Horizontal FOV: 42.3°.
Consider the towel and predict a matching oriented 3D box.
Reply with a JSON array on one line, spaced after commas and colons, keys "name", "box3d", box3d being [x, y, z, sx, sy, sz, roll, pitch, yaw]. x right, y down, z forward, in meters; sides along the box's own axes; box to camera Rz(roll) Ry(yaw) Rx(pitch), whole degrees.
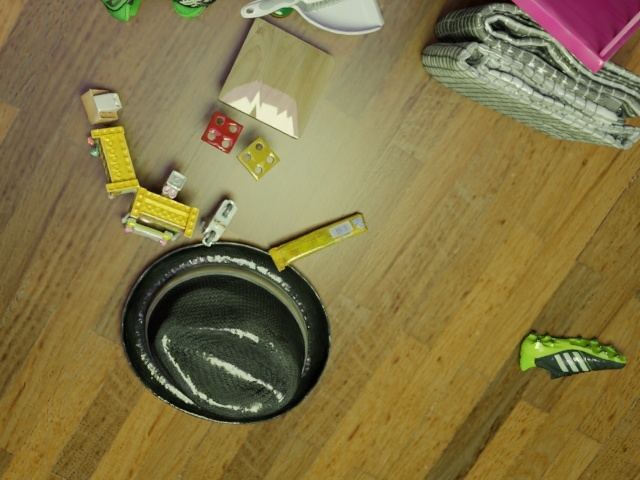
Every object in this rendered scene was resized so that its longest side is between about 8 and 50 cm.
[{"name": "towel", "box3d": [0.303, -0.238, 1.170, 0.283, 0.235, 0.121, 22, 97, -12]}]

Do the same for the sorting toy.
[{"name": "sorting toy", "box3d": [-0.070, -0.226, 1.213, 0.132, 0.046, 0.274, 25, 86, -12]}]

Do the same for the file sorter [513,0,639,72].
[{"name": "file sorter", "box3d": [0.378, -0.387, 1.060, 0.202, 0.290, 0.182, 44, 134, 5]}]

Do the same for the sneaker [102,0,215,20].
[{"name": "sneaker", "box3d": [-0.150, -0.394, 1.142, 0.343, 0.134, 0.146, -11, 112, 5]}]

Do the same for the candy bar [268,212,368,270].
[{"name": "candy bar", "box3d": [0.000, 0.000, 1.287, 0.161, 0.018, 0.040, -23, 64, -8]}]

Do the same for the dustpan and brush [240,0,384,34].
[{"name": "dustpan and brush", "box3d": [-0.017, -0.344, 1.164, 0.211, 0.060, 0.147, -21, 97, -12]}]

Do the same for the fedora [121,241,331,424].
[{"name": "fedora", "box3d": [-0.141, 0.165, 1.260, 0.334, 0.152, 0.334, -2, 104, -7]}]

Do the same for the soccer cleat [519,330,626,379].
[{"name": "soccer cleat", "box3d": [0.422, 0.200, 1.391, 0.179, 0.060, 0.072, 9, 113, -3]}]

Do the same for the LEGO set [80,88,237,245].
[{"name": "LEGO set", "box3d": [-0.271, -0.083, 1.228, 0.287, 0.107, 0.132, 42, 61, -10]}]
